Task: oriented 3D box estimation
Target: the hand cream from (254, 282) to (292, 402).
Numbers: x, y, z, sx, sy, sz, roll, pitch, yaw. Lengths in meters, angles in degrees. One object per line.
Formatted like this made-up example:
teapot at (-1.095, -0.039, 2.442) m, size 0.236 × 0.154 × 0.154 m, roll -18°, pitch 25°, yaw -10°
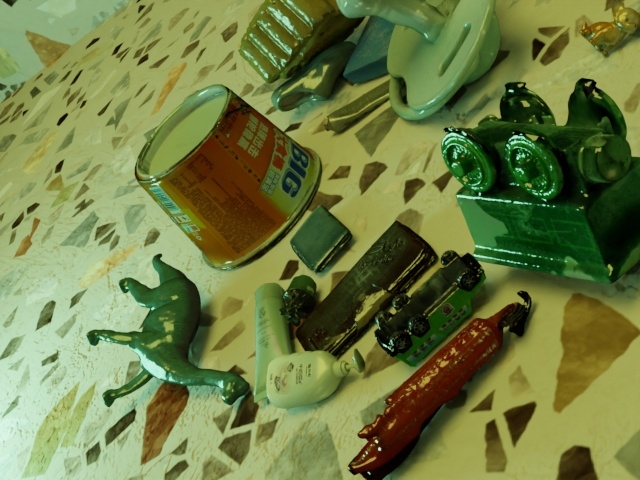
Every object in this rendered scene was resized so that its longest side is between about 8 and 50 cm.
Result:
hand cream at (-0.070, 0.147, 1.645) m, size 0.078 × 0.050 × 0.205 m, roll -29°, pitch 38°, yaw 19°

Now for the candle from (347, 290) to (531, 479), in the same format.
candle at (0.145, 0.170, 1.317) m, size 0.301 × 0.084 × 0.059 m, roll -43°, pitch 60°, yaw -8°

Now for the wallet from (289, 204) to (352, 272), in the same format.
wallet at (0.000, 0.000, 1.758) m, size 0.088 × 0.026 × 0.129 m, roll -49°, pitch 29°, yaw 3°

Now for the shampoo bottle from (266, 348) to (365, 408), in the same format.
shampoo bottle at (-0.003, 0.183, 1.503) m, size 0.151 × 0.045 × 0.077 m, roll -15°, pitch 60°, yaw 34°

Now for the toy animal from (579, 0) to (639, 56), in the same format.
toy animal at (0.414, -0.306, 1.569) m, size 0.083 × 0.060 × 0.081 m, roll -46°, pitch 28°, yaw 18°

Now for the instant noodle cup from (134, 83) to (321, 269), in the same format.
instant noodle cup at (-0.172, -0.123, 1.949) m, size 0.296 × 0.214 × 0.296 m, roll -32°, pitch 31°, yaw 22°

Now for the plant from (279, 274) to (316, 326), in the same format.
plant at (-0.034, 0.096, 1.651) m, size 0.051 × 0.051 × 0.102 m, roll -29°, pitch 22°, yaw 28°

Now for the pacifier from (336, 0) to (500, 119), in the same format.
pacifier at (0.140, -0.350, 1.786) m, size 0.288 × 0.269 × 0.343 m, roll -61°, pitch 20°, yaw 20°

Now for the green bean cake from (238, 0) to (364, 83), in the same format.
green bean cake at (-0.023, -0.419, 2.123) m, size 0.229 × 0.131 × 0.224 m, roll -45°, pitch -6°, yaw 40°

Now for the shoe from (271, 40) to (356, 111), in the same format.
shoe at (-0.001, -0.296, 2.112) m, size 0.195 × 0.079 × 0.078 m, roll -32°, pitch 67°, yaw 10°

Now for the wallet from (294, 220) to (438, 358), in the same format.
wallet at (0.059, 0.074, 1.580) m, size 0.232 × 0.031 × 0.122 m, roll -46°, pitch 29°, yaw 2°

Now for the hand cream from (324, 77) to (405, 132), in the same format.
hand cream at (0.078, -0.242, 1.969) m, size 0.165 × 0.037 × 0.057 m, roll -30°, pitch 31°, yaw 13°

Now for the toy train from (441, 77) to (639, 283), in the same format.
toy train at (0.265, -0.074, 1.295) m, size 0.145 × 0.202 × 0.266 m, roll -36°, pitch 23°, yaw -24°

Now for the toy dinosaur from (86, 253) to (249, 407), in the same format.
toy dinosaur at (-0.205, 0.130, 1.820) m, size 0.330 × 0.129 × 0.384 m, roll -12°, pitch 41°, yaw 30°

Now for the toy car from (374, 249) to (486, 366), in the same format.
toy car at (0.145, 0.087, 1.417) m, size 0.165 × 0.062 × 0.071 m, roll -44°, pitch 30°, yaw 5°

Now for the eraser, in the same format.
eraser at (0.152, -0.428, 2.085) m, size 0.144 × 0.042 × 0.312 m, roll -15°, pitch 41°, yaw 45°
